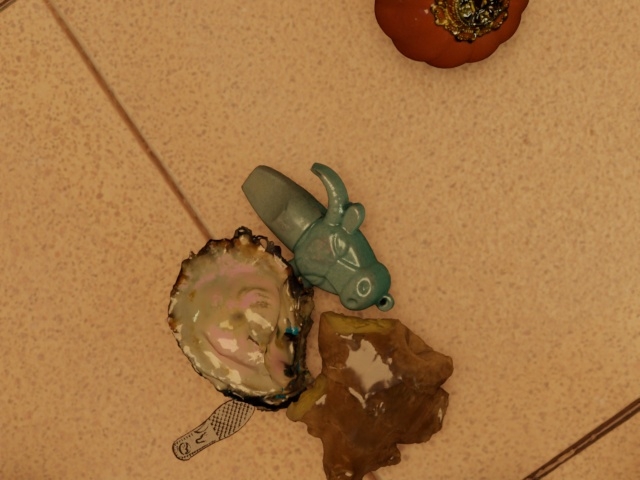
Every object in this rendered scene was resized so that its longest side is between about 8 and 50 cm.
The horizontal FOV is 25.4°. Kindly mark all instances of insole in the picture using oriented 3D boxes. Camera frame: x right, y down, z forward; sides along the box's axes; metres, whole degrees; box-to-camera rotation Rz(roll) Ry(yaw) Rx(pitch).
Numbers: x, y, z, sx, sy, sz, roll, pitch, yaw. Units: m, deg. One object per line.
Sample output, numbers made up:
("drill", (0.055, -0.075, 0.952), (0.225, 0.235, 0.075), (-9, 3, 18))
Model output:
("insole", (-0.150, 0.264, 1.995), (0.135, 0.002, 0.045), (-33, 81, 3))

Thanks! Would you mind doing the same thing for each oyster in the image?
("oyster", (-0.094, 0.117, 1.947), (0.198, 0.092, 0.259), (-34, 87, 16))

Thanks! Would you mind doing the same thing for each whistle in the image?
("whistle", (0.000, 0.000, 1.963), (0.274, 0.093, 0.186), (43, 117, 12))

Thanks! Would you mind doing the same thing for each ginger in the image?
("ginger", (0.064, 0.234, 1.919), (0.219, 0.123, 0.270), (10, 104, -7))

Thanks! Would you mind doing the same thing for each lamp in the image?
("lamp", (0.177, -0.342, 1.922), (0.223, 0.196, 0.223), (-7, 114, -16))
